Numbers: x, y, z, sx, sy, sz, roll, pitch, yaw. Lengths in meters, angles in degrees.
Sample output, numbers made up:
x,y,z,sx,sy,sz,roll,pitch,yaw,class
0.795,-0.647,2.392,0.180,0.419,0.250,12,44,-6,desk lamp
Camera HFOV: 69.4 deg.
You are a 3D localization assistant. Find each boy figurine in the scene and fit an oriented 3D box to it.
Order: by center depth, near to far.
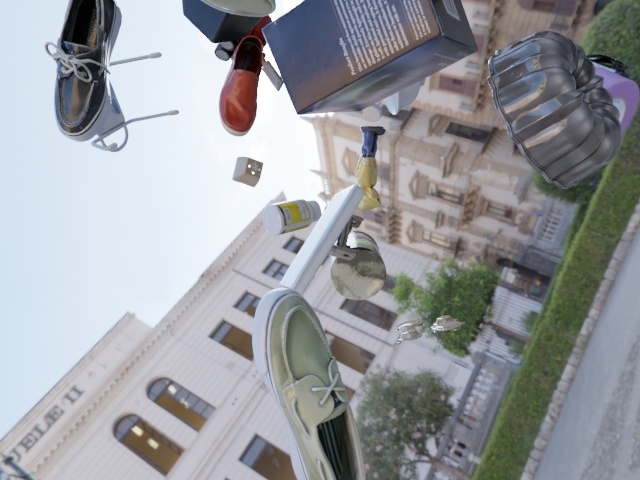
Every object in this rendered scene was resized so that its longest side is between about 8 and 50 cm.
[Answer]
x,y,z,sx,sy,sz,roll,pitch,yaw,class
0.169,-0.248,1.592,0.177,0.092,0.285,-4,-83,-75,boy figurine

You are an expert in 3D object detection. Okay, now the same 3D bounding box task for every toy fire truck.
x,y,z,sx,sy,sz,roll,pitch,yaw,class
-0.209,-0.637,1.531,0.217,0.246,0.158,-30,42,62,toy fire truck

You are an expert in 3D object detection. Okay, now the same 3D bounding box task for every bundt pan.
x,y,z,sx,sy,sz,roll,pitch,yaw,class
0.490,-0.277,0.933,0.124,0.331,0.331,-29,13,47,bundt pan

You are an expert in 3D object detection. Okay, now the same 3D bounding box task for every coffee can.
x,y,z,sx,sy,sz,roll,pitch,yaw,class
0.138,0.088,1.768,0.275,0.202,0.201,-85,11,-77,coffee can

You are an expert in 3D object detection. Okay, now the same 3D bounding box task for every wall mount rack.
x,y,z,sx,sy,sz,roll,pitch,yaw,class
-0.634,-0.455,1.490,0.304,0.131,0.350,-49,-31,-37,wall mount rack

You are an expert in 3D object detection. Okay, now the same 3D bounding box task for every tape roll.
x,y,z,sx,sy,sz,roll,pitch,yaw,class
0.707,-0.312,1.238,0.275,0.090,0.274,-20,-42,-19,tape roll

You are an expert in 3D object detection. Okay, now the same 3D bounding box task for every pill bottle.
x,y,z,sx,sy,sz,roll,pitch,yaw,class
-0.056,-0.052,0.962,0.116,0.065,0.065,-16,-53,-39,pill bottle

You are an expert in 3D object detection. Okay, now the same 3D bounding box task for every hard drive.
x,y,z,sx,sy,sz,roll,pitch,yaw,class
0.000,0.000,1.236,0.307,0.040,0.203,-59,11,-9,hard drive

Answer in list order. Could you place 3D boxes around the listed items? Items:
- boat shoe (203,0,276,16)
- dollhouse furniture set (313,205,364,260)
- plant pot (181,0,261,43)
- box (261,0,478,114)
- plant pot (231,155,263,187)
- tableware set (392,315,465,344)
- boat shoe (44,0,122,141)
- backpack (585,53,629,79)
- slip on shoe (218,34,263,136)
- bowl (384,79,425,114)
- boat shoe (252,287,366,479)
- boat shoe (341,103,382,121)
x,y,z,sx,sy,sz,roll,pitch,yaw,class
-0.247,-0.565,0.935,0.127,0.340,0.113,153,127,-73,boat shoe
0.043,0.002,1.468,0.183,0.129,0.129,119,166,-65,dollhouse furniture set
-0.264,-0.647,1.245,0.187,0.188,0.167,-40,-6,-49,plant pot
0.107,-0.380,0.881,0.296,0.294,0.182,-28,-82,-57,box
-0.299,-0.298,1.961,0.109,0.096,0.109,17,-102,-28,plant pot
0.243,0.198,1.049,0.141,0.169,0.020,-12,-91,-73,tableware set
-0.468,-0.352,0.907,0.105,0.113,0.306,-149,76,-88,boat shoe
0.813,-0.466,1.365,0.115,0.182,0.152,-43,-46,10,backpack
-0.239,-0.479,1.418,0.101,0.123,0.331,148,132,-72,slip on shoe
0.308,-0.636,1.729,0.298,0.134,0.297,-14,-90,-89,bowl
-0.003,0.206,0.614,0.109,0.094,0.302,-25,-76,-40,boat shoe
0.118,-0.452,1.527,0.066,0.184,0.063,100,-168,-45,boat shoe
